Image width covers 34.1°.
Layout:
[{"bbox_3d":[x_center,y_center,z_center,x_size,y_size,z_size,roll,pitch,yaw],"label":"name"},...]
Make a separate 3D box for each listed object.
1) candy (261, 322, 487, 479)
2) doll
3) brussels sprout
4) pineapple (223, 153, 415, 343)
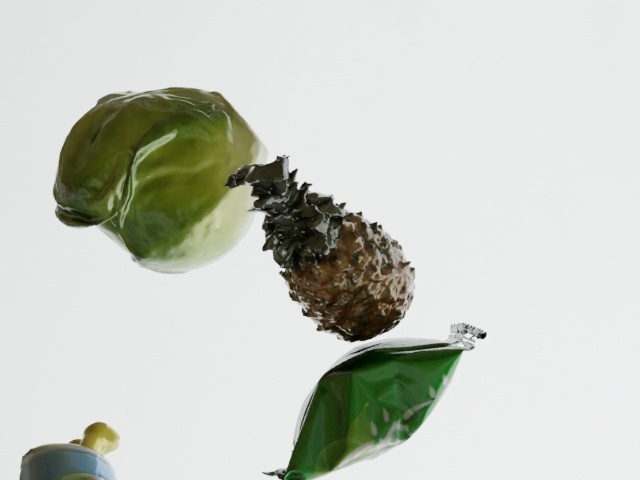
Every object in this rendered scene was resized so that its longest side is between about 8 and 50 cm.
[{"bbox_3d":[0.040,0.126,0.855,0.203,0.078,0.141,-36,-168,-2],"label":"candy"},{"bbox_3d":[-0.237,0.276,0.941,0.135,0.098,0.241,-14,-133,12],"label":"doll"},{"bbox_3d":[-0.216,-0.083,1.437,0.294,0.259,0.227,-30,-149,3],"label":"brussels sprout"},{"bbox_3d":[0.000,0.000,0.864,0.108,0.197,0.108,-23,-140,20],"label":"pineapple"}]
